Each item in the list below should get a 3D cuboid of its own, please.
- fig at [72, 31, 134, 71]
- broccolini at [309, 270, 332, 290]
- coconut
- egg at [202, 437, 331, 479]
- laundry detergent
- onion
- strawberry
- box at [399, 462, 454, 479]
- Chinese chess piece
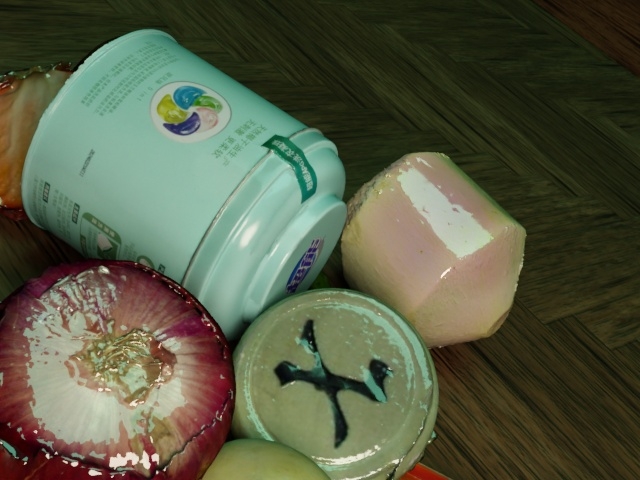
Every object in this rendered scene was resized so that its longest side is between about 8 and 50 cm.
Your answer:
[{"bbox_3d":[-0.227,-0.179,1.381,0.290,0.190,0.190,36,29,-18],"label":"fig"},{"bbox_3d":[-0.003,-0.003,1.347,0.079,0.074,0.392,14,35,-34],"label":"broccolini"},{"bbox_3d":[0.154,0.030,1.268,0.233,0.233,0.245,-17,61,-47],"label":"coconut"},{"bbox_3d":[-0.044,0.274,0.847,0.164,0.164,0.201,-15,63,-46],"label":"egg"},{"bbox_3d":[-0.142,-0.051,1.120,0.305,0.287,0.287,34,33,13],"label":"laundry detergent"},{"bbox_3d":[-0.193,0.130,0.819,0.248,0.161,0.248,21,52,-30],"label":"onion"},{"bbox_3d":[-0.366,-0.113,1.231,0.190,0.111,0.236,-5,59,3],"label":"strawberry"},{"bbox_3d":[0.107,0.318,0.988,0.112,0.048,0.175,26,33,5],"label":"box"},{"bbox_3d":[0.016,0.163,1.007,0.238,0.092,0.238,1,67,-2],"label":"Chinese chess piece"}]
